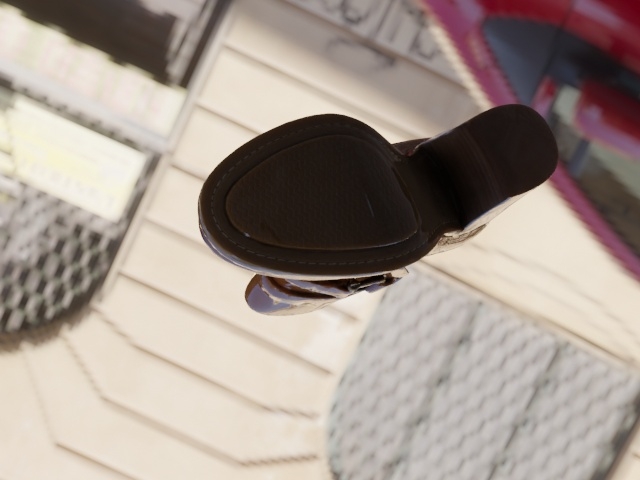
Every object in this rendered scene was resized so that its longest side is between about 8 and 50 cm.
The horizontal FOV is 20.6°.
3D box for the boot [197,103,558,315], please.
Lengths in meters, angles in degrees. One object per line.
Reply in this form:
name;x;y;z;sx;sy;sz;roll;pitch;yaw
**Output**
boot;0.000;0.000;0.811;0.197;0.152;0.073;-10;-104;-37
